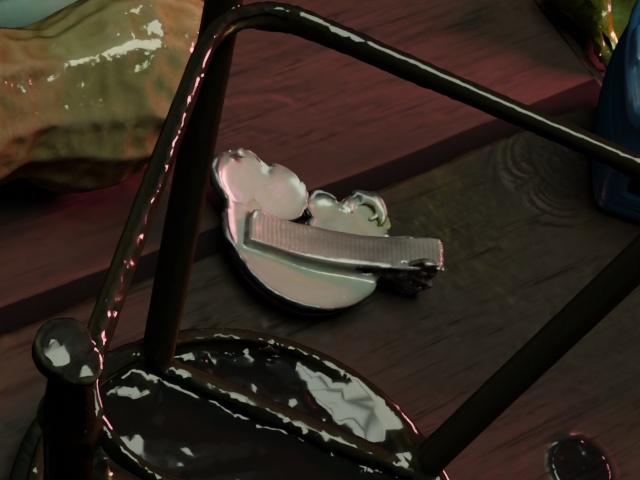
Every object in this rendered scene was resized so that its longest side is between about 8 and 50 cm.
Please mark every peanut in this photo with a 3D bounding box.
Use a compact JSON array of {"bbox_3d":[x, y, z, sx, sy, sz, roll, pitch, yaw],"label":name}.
[{"bbox_3d":[-0.196,-0.083,1.274,0.298,0.136,0.120,-19,27,-28],"label":"peanut"}]

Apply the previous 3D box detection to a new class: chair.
[{"bbox_3d":[0.014,0.090,1.065,0.365,0.410,0.362,22,51,-9],"label":"chair"}]

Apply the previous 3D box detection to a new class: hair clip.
[{"bbox_3d":[0.000,0.001,1.357,0.172,0.049,0.116,13,49,-14],"label":"hair clip"}]

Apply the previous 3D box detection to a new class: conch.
[{"bbox_3d":[0.235,-0.201,1.584,0.089,0.074,0.121,-18,88,5],"label":"conch"}]

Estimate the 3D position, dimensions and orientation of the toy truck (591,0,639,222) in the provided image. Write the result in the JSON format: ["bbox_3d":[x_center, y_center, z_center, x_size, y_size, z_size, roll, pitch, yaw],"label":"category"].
[{"bbox_3d":[0.394,-0.060,1.507,0.385,0.162,0.161,17,53,-12],"label":"toy truck"}]

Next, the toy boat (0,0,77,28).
[{"bbox_3d":[-0.220,-0.223,1.375,0.290,0.100,0.199,16,53,-12],"label":"toy boat"}]
